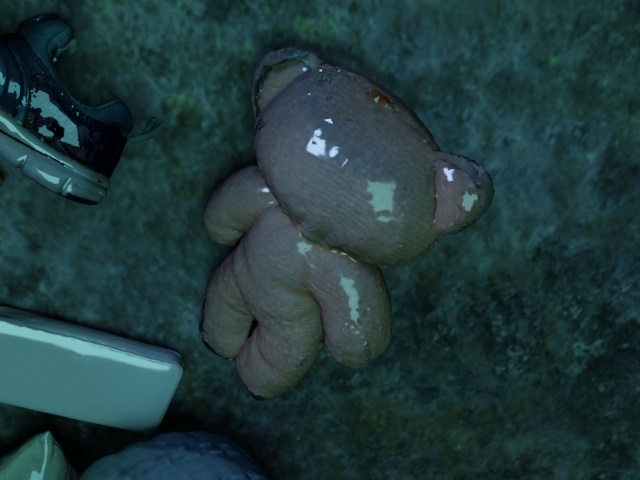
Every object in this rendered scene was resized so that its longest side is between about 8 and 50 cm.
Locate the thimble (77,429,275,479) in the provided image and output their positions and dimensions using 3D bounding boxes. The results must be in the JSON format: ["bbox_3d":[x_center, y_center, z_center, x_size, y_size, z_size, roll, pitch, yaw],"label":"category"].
[{"bbox_3d":[-0.135,0.295,0.626,0.250,0.172,0.205,-16,125,-31],"label":"thimble"}]

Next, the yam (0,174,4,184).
[{"bbox_3d":[-0.323,-0.123,0.512,0.027,0.029,0.234,-46,116,-19],"label":"yam"}]

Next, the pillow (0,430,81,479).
[{"bbox_3d":[-0.333,0.263,0.658,0.254,0.078,0.144,-19,121,-3],"label":"pillow"}]

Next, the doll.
[{"bbox_3d":[0.000,0.000,0.585,0.201,0.156,0.303,41,129,14],"label":"doll"}]

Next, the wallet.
[{"bbox_3d":[-0.223,0.119,0.640,0.190,0.033,0.095,21,107,-20],"label":"wallet"}]

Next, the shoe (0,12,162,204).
[{"bbox_3d":[-0.219,-0.118,0.508,0.207,0.091,0.106,40,80,-20],"label":"shoe"}]
